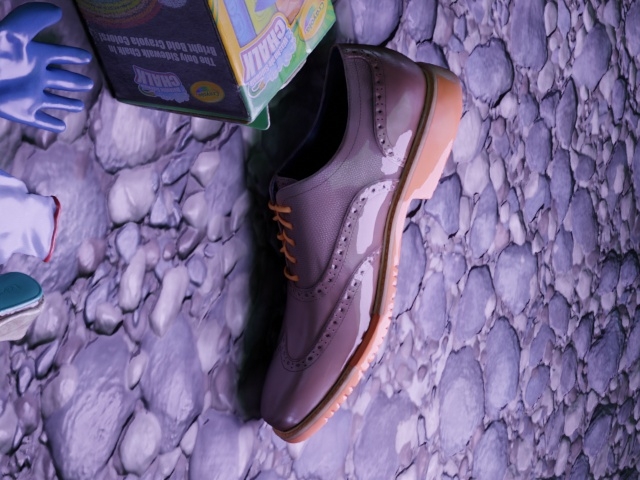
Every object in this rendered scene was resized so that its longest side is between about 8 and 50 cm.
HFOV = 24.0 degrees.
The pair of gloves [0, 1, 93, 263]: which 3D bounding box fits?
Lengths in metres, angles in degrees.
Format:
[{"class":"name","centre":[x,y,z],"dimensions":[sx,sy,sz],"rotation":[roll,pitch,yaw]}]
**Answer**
[{"class":"pair of gloves","centre":[-0.221,-0.070,1.024],"dimensions":[0.159,0.023,0.198],"rotation":[8,94,-60]}]

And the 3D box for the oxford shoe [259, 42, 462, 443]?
[{"class":"oxford shoe","centre":[0.000,0.000,1.341],"dimensions":[0.133,0.130,0.363],"rotation":[18,91,-26]}]

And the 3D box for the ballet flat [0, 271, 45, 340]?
[{"class":"ballet flat","centre":[-0.248,0.061,0.996],"dimensions":[0.168,0.057,0.052],"rotation":[-11,137,-54]}]

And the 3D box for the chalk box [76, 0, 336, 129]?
[{"class":"chalk box","centre":[-0.084,-0.176,1.102],"dimensions":[0.132,0.132,0.213],"rotation":[-54,142,-34]}]
